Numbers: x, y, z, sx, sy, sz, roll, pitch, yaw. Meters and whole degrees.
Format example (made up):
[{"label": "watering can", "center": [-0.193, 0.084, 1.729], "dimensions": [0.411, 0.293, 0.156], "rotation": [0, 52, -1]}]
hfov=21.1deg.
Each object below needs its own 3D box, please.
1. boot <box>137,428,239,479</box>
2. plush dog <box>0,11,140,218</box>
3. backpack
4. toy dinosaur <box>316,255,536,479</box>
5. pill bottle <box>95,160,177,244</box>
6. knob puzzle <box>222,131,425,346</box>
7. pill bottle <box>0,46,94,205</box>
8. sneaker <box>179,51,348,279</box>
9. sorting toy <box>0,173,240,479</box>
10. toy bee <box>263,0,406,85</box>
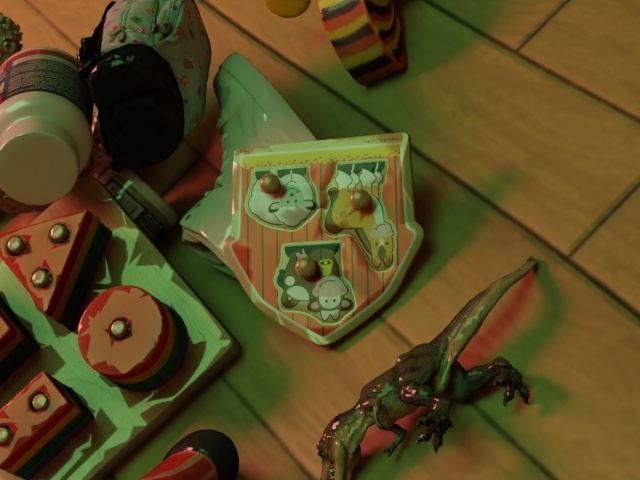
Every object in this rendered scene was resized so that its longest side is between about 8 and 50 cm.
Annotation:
[{"label": "boot", "center": [-0.170, 0.264, 1.528], "dimensions": [0.244, 0.088, 0.176], "rotation": [-43, -2, 36]}, {"label": "plush dog", "center": [-0.294, -0.108, 1.911], "dimensions": [0.225, 0.210, 0.262], "rotation": [8, 85, 26]}, {"label": "backpack", "center": [-0.176, -0.176, 1.769], "dimensions": [0.115, 0.152, 0.182], "rotation": [-3, 37, 5]}, {"label": "toy dinosaur", "center": [0.103, 0.117, 1.441], "dimensions": [0.268, 0.064, 0.118], "rotation": [-42, 33, -4]}, {"label": "pill bottle", "center": [-0.237, 0.007, 1.790], "dimensions": [0.169, 0.094, 0.094], "rotation": [-48, 40, -6]}, {"label": "knob puzzle", "center": [0.000, 0.000, 1.585], "dimensions": [0.213, 0.030, 0.213], "rotation": [-3, 78, 14]}, {"label": "pill bottle", "center": [-0.282, -0.113, 1.731], "dimensions": [0.108, 0.108, 0.180], "rotation": [-33, 28, 12]}, {"label": "sneaker", "center": [-0.086, -0.068, 1.724], "dimensions": [0.169, 0.108, 0.292], "rotation": [-37, 41, 1]}, {"label": "sorting toy", "center": [-0.256, 0.092, 1.659], "dimensions": [0.255, 0.089, 0.257], "rotation": [-43, 63, 0]}, {"label": "toy bee", "center": [0.017, -0.310, 1.816], "dimensions": [0.195, 0.162, 0.298], "rotation": [-38, 40, 9]}]
